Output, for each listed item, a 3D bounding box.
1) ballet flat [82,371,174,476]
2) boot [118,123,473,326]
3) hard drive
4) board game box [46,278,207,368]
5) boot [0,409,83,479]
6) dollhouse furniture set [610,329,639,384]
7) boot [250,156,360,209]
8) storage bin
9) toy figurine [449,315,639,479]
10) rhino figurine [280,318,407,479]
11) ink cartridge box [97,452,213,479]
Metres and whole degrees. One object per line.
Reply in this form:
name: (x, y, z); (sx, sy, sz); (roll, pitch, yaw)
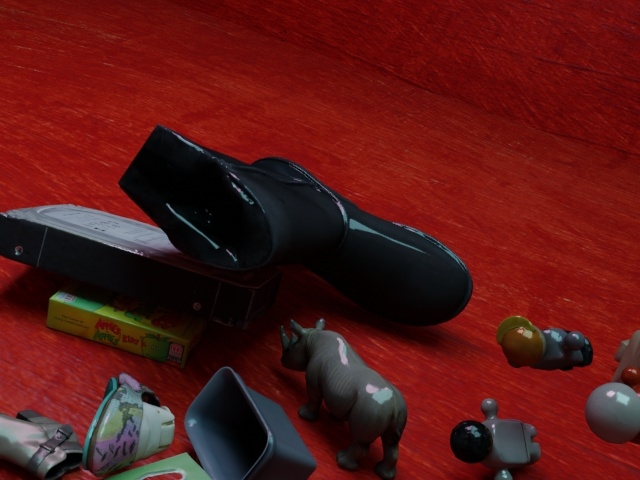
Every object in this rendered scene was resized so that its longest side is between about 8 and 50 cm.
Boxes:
ballet flat: (-0.184, 0.180, 0.866); (0.079, 0.077, 0.221); (14, 0, -9)
boot: (-0.002, -0.001, 1.132); (0.367, 0.146, 0.445); (25, 1, 18)
hard drive: (-0.231, 0.027, 1.173); (0.339, 0.064, 0.237); (18, 6, 5)
board game box: (-0.242, 0.098, 1.110); (0.181, 0.043, 0.092); (16, 23, 4)
boot: (-0.292, 0.204, 0.848); (0.087, 0.042, 0.118); (31, 29, 29)
dollhouse furniture set: (0.519, 0.174, 1.289); (0.151, 0.123, 0.144); (-4, 30, -37)
boot: (-0.068, -0.061, 1.501); (0.246, 0.094, 0.207); (30, 23, 18)
storage bin: (-0.072, 0.215, 0.909); (0.091, 0.098, 0.135); (33, 9, -37)
toy figurine: (0.258, 0.207, 0.950); (0.148, 0.213, 0.209); (13, 20, -42)
rhino figurine: (0.018, 0.167, 1.031); (0.073, 0.106, 0.243); (-2, 29, -35)
ink cartridge box: (-0.108, 0.282, 0.755); (0.109, 0.062, 0.209); (-9, 33, -42)
